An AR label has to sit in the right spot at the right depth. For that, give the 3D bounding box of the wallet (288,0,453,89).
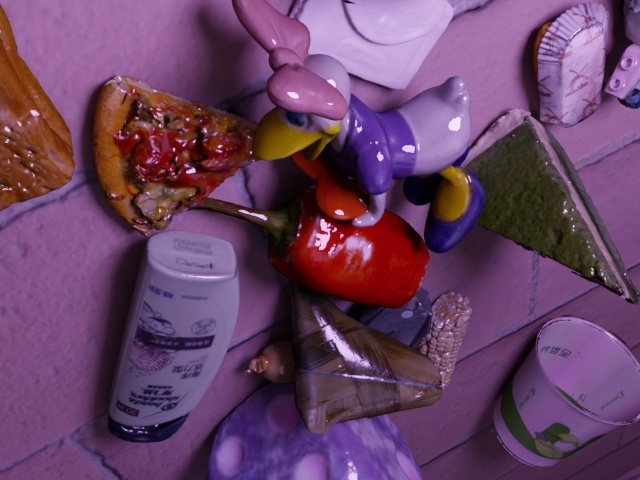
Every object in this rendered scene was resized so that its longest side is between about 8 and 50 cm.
[{"bbox_3d":[0.055,-0.231,0.741,0.182,0.032,0.124,8,129,-40],"label":"wallet"}]

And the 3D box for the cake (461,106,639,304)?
[{"bbox_3d":[0.326,-0.052,0.922,0.158,0.283,0.172,17,104,-43],"label":"cake"}]

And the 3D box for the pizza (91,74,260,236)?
[{"bbox_3d":[-0.141,-0.093,0.727,0.193,0.053,0.201,-19,136,-9],"label":"pizza"}]

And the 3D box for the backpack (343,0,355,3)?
[{"bbox_3d":[0.089,-0.288,0.637,0.165,0.106,0.120,-14,99,-27],"label":"backpack"}]

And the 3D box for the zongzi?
[{"bbox_3d":[0.063,0.143,1.013,0.221,0.112,0.242,-6,96,-15],"label":"zongzi"}]

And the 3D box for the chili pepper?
[{"bbox_3d":[0.004,-0.002,0.864,0.338,0.131,0.134,22,116,-44],"label":"chili pepper"}]

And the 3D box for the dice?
[{"bbox_3d":[-0.006,0.398,1.157,0.270,0.271,0.270,-42,140,12],"label":"dice"}]

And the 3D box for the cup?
[{"bbox_3d":[0.512,0.335,1.474,0.253,0.253,0.274,-6,142,-28],"label":"cup"}]

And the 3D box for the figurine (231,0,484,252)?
[{"bbox_3d":[0.061,-0.113,0.749,0.420,0.154,0.193,9,137,-44],"label":"figurine"}]

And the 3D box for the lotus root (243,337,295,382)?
[{"bbox_3d":[-0.046,0.187,1.078,0.150,0.062,0.073,-3,132,-33],"label":"lotus root"}]

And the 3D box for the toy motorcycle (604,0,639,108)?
[{"bbox_3d":[0.418,-0.291,0.863,0.204,0.108,0.239,4,104,-41],"label":"toy motorcycle"}]

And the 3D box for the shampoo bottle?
[{"bbox_3d":[-0.192,0.143,0.905,0.134,0.078,0.359,7,131,-20],"label":"shampoo bottle"}]

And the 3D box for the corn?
[{"bbox_3d":[0.208,0.187,1.228,0.087,0.087,0.211,-13,134,-22],"label":"corn"}]

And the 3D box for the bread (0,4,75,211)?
[{"bbox_3d":[-0.311,-0.138,0.563,0.139,0.077,0.271,-23,138,-6],"label":"bread"}]

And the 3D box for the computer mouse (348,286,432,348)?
[{"bbox_3d":[0.096,0.139,1.119,0.126,0.071,0.231,9,134,-22],"label":"computer mouse"}]

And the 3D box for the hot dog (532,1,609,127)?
[{"bbox_3d":[0.328,-0.223,0.905,0.108,0.059,0.191,-30,143,1],"label":"hot dog"}]
